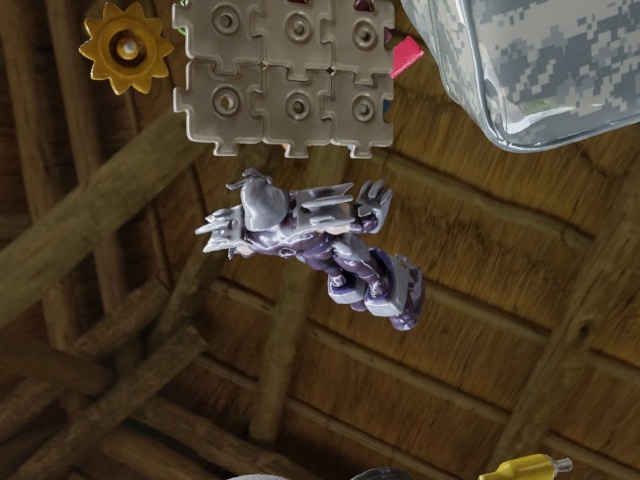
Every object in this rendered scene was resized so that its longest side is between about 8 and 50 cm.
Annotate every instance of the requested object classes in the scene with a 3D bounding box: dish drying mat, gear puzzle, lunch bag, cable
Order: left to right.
[{"bbox_3d":[-0.074,-0.172,0.785,0.338,0.044,0.176,-2,-85,-28],"label":"gear puzzle"},{"bbox_3d":[0.090,-0.221,0.973,0.083,0.032,0.008,-36,-149,23],"label":"dish drying mat"},{"bbox_3d":[0.124,0.267,0.766,0.139,0.287,0.072,-63,-148,25],"label":"cable"},{"bbox_3d":[0.208,-0.227,0.571,0.305,0.213,0.256,-18,-147,1],"label":"lunch bag"}]

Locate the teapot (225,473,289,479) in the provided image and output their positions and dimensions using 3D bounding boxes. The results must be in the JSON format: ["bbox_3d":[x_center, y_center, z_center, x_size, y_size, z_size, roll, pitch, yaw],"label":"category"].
[{"bbox_3d":[-0.005,0.302,0.519,0.187,0.256,0.252,-41,-112,-13],"label":"teapot"}]

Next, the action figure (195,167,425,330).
[{"bbox_3d":[0.000,0.000,0.766,0.185,0.285,0.099,0,-113,32],"label":"action figure"}]
